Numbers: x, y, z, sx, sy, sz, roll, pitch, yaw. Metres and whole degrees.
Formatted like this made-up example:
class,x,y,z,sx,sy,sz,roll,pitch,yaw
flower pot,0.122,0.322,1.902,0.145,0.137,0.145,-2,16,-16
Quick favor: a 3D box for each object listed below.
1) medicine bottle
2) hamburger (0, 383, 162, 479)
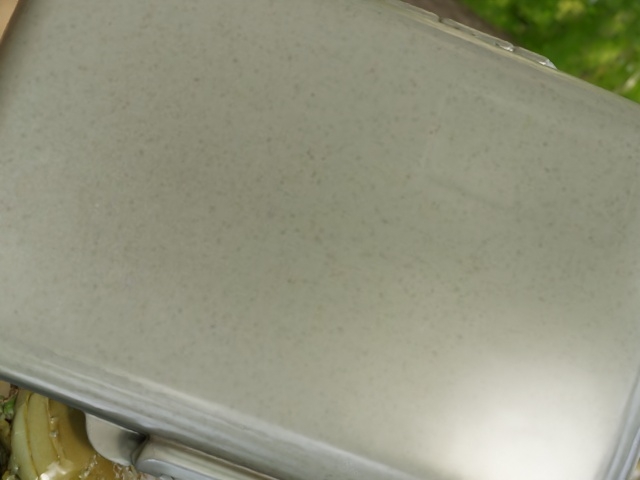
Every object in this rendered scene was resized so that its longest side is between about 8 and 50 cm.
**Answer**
class,x,y,z,sx,sy,sz,roll,pitch,yaw
medicine bottle,0.000,0.000,0.845,0.123,0.375,0.282,135,-24,-79
hamburger,-0.143,0.142,0.909,0.131,0.159,0.185,-18,-136,16
